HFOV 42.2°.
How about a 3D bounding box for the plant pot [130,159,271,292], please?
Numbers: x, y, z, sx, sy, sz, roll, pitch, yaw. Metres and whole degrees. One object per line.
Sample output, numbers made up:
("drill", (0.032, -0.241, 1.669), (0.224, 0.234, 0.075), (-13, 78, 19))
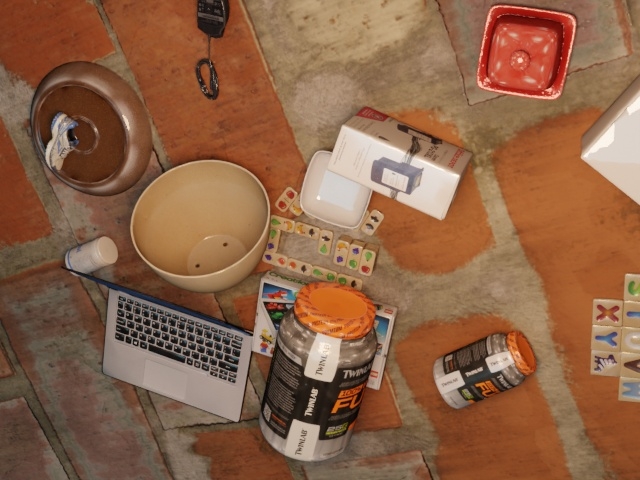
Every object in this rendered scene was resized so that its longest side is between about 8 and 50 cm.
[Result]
("plant pot", (-0.234, 0.001, 1.746), (0.284, 0.284, 0.191), (13, 150, 14))

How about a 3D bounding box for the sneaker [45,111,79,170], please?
("sneaker", (-0.563, -0.209, 1.819), (0.058, 0.052, 0.135), (21, 116, 6))

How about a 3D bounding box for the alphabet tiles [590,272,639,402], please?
("alphabet tiles", (0.708, 0.201, 1.620), (0.343, 0.011, 0.285), (3, 111, 18))

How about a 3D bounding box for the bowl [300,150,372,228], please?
("bowl", (0.038, -0.107, 1.696), (0.142, 0.053, 0.142), (21, 106, 10))

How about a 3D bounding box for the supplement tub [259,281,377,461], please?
("supplement tub", (-0.002, 0.269, 1.721), (0.207, 0.207, 0.338), (19, 118, 11))

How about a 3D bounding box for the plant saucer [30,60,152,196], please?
("plant saucer", (-0.523, -0.239, 1.849), (0.311, 0.050, 0.310), (6, 113, 15))

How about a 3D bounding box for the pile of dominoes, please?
("pile of dominoes", (0.000, 0.000, 1.768), (0.251, 0.040, 0.196), (16, 115, 12))

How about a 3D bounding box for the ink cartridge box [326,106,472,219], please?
("ink cartridge box", (0.155, -0.151, 1.578), (0.237, 0.172, 0.100), (25, 116, 8))

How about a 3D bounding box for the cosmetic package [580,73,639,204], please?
("cosmetic package", (0.652, -0.119, 1.430), (0.365, 0.155, 0.197), (41, 117, 1))

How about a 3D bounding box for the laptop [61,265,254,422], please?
("laptop", (-0.370, 0.247, 1.884), (0.382, 0.236, 0.408), (17, 115, 12))

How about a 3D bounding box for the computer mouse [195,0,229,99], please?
("computer mouse", (-0.216, -0.404, 1.687), (0.071, 0.041, 0.242), (20, 123, 20))

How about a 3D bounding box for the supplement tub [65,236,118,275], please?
("supplement tub", (-0.539, 0.038, 1.951), (0.107, 0.071, 0.071), (-20, 103, 24))

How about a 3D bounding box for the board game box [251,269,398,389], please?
("board game box", (0.006, 0.198, 1.837), (0.305, 0.053, 0.193), (16, 116, 12))

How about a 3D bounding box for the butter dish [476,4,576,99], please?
("butter dish", (0.358, -0.326, 1.469), (0.160, 0.118, 0.160), (13, 114, 14))

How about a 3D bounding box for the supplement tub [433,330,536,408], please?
("supplement tub", (0.339, 0.263, 1.712), (0.190, 0.117, 0.117), (-29, 99, 27))
